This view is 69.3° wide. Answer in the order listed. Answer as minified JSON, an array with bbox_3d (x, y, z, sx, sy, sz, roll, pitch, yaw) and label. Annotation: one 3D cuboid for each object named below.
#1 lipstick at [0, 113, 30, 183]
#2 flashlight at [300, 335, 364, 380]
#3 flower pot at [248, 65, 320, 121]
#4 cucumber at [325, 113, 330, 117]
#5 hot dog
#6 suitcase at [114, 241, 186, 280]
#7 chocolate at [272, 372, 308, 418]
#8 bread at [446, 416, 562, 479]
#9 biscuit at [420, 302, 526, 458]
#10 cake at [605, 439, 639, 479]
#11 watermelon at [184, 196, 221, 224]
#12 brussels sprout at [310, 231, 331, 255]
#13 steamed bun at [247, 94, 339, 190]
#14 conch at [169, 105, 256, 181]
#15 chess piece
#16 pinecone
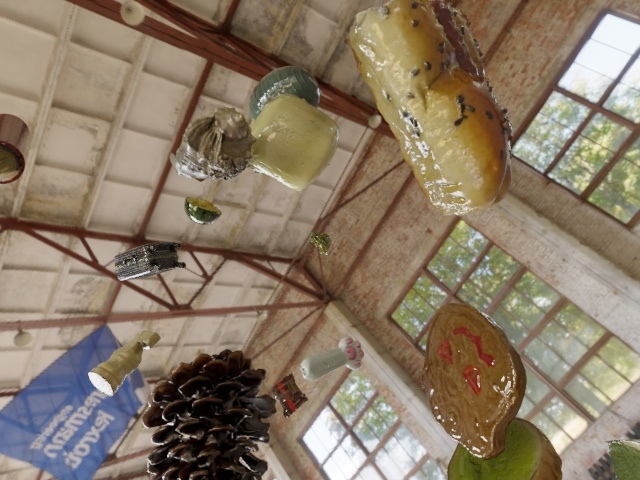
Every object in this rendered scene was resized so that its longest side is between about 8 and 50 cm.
[{"bbox_3d":[-0.594,-0.177,0.869,0.080,0.241,0.080,-13,-59,-23],"label":"lipstick"},{"bbox_3d":[0.035,0.325,1.265,0.200,0.093,0.047,-12,-14,-33],"label":"flashlight"},{"bbox_3d":[-0.115,-0.431,1.447,0.242,0.157,0.189,-32,-58,25],"label":"flower pot"},{"bbox_3d":[-0.062,-0.306,1.475,0.067,0.067,0.245,4,-39,-49],"label":"cucumber"},{"bbox_3d":[0.226,-0.226,0.822,0.195,0.366,0.367,-18,11,30],"label":"hot dog"},{"bbox_3d":[-0.345,0.043,0.927,0.126,0.059,0.086,-16,-6,29],"label":"suitcase"},{"bbox_3d":[-0.092,0.440,1.325,0.086,0.182,0.028,-37,-75,-8],"label":"chocolate"},{"bbox_3d":[0.366,0.461,0.934,0.236,0.070,0.236,-35,11,8],"label":"bread"},{"bbox_3d":[0.279,0.258,0.905,0.049,0.273,0.258,8,-76,-18],"label":"biscuit"},{"bbox_3d":[0.812,0.602,1.058,0.157,0.284,0.172,13,-36,-14],"label":"cake"},{"bbox_3d":[-0.328,-0.077,1.274,0.105,0.105,0.062,8,-68,-50],"label":"watermelon"},{"bbox_3d":[0.000,0.000,1.448,0.058,0.085,0.085,-49,-34,11],"label":"brussels sprout"},{"bbox_3d":[-0.071,-0.278,1.252,0.166,0.232,0.273,-37,19,48],"label":"steamed bun"},{"bbox_3d":[-0.257,-0.211,1.090,0.178,0.163,0.245,11,-33,-39],"label":"conch"},{"bbox_3d":[-0.535,0.324,1.287,0.200,0.090,0.090,-52,-20,-47],"label":"chess piece"},{"bbox_3d":[-0.184,0.342,0.806,0.246,0.292,0.247,-7,-58,-11],"label":"pinecone"}]
